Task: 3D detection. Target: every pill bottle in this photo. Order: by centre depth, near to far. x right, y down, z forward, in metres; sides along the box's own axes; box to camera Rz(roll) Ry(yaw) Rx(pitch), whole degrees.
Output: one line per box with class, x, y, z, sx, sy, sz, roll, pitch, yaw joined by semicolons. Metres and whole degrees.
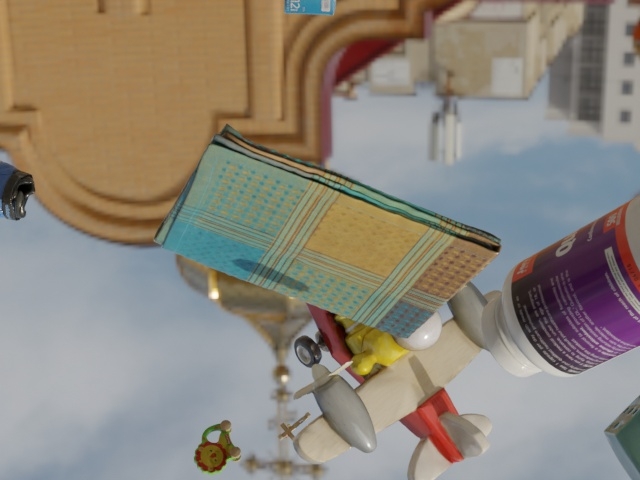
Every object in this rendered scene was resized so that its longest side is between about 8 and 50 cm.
pill bottle;0.378;0.074;1.675;0.323;0.181;0.181;-34;174;40

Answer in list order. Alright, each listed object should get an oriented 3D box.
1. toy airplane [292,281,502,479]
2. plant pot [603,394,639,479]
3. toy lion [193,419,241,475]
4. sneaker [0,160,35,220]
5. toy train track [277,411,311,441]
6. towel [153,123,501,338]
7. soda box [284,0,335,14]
toy airplane;0.145;0.211;2.034;0.385;0.272;0.386;10;-128;-9
plant pot;0.590;0.363;1.990;0.165;0.234;0.166;-44;175;-3
toy lion;-0.217;0.430;2.508;0.096;0.034;0.100;-16;-118;-13
sneaker;-0.438;-0.044;1.614;0.085;0.058;0.152;20;-133;14
toy train track;-0.056;0.390;2.564;0.083;0.014;0.048;-38;-121;-10
towel;0.000;0.000;1.501;0.370;0.271;0.040;21;-124;-14
soda box;-0.010;-0.405;1.596;0.067;0.210;0.071;3;-163;3
